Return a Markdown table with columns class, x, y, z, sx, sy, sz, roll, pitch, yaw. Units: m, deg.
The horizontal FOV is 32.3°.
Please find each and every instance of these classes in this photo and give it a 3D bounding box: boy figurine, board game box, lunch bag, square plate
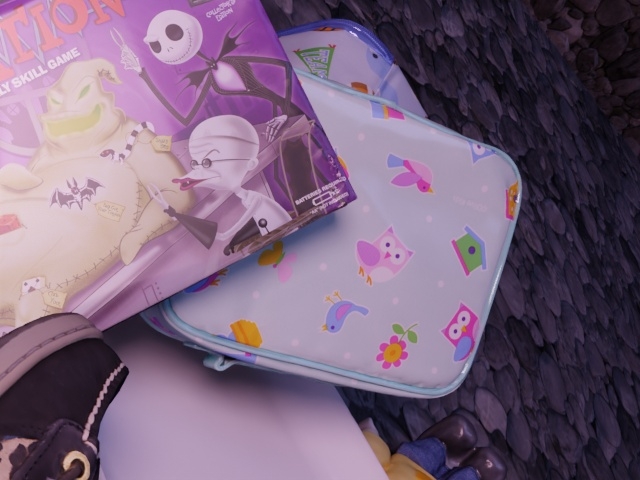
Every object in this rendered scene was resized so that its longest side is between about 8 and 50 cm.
| class | x | y | z | sx | sy | sz | roll | pitch | yaw |
| --- | --- | --- | --- | --- | --- | --- | --- | --- | --- |
| boy figurine | 0.089 | 0.250 | 1.089 | 0.177 | 0.092 | 0.285 | 50 | 21 | 14 |
| board game box | -0.172 | -0.039 | 0.683 | 0.208 | 0.347 | 0.056 | 62 | -16 | 0 |
| lunch bag | -0.009 | -0.060 | 1.024 | 0.303 | 0.243 | 0.115 | 56 | 43 | -29 |
| lunch bag | 0.000 | 0.000 | 0.830 | 0.279 | 0.108 | 0.224 | 18 | 88 | -24 |
| square plate | -0.096 | 0.114 | 0.844 | 0.344 | 0.049 | 0.347 | 18 | 34 | -55 |

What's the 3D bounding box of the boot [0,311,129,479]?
| class | x | y | z | sx | sy | sz | roll | pitch | yaw |
| --- | --- | --- | --- | --- | --- | --- | --- | --- | --- |
| boot | -0.093 | 0.196 | 0.488 | 0.284 | 0.138 | 0.377 | 37 | 15 | -4 |
